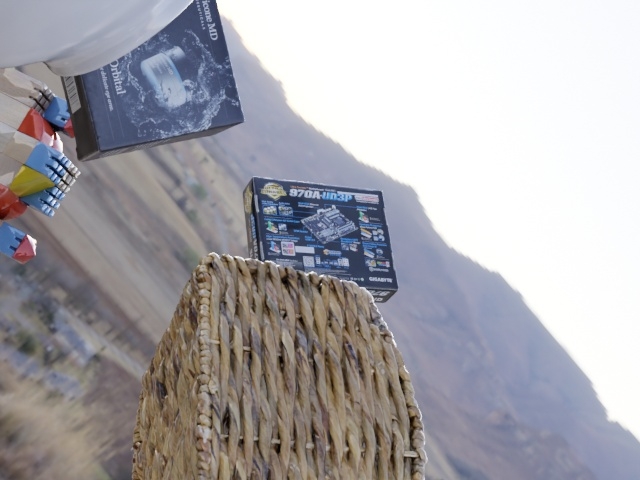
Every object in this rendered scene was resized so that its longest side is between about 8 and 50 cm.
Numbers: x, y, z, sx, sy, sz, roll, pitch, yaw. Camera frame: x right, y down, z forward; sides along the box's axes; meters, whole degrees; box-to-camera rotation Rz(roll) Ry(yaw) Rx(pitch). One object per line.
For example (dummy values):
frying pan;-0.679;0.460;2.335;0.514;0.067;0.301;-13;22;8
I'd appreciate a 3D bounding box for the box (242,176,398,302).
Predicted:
box;0.000;0.000;1.521;0.051;0.220;0.175;129;-41;-53

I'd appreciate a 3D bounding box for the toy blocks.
toy blocks;-0.548;-0.140;1.773;0.260;0.381;0.191;26;-13;13

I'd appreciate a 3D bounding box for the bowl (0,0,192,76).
bowl;-0.163;-0.205;0.674;0.134;0.298;0.298;53;0;-33

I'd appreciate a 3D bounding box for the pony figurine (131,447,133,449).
pony figurine;-0.175;0.446;1.462;0.351;0.303;0.363;37;-31;3

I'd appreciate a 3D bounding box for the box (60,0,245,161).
box;-0.178;-0.174;1.030;0.093;0.158;0.156;-5;-81;65

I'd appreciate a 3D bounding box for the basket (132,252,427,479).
basket;-0.044;0.199;0.911;0.213;0.223;0.299;12;45;-20
